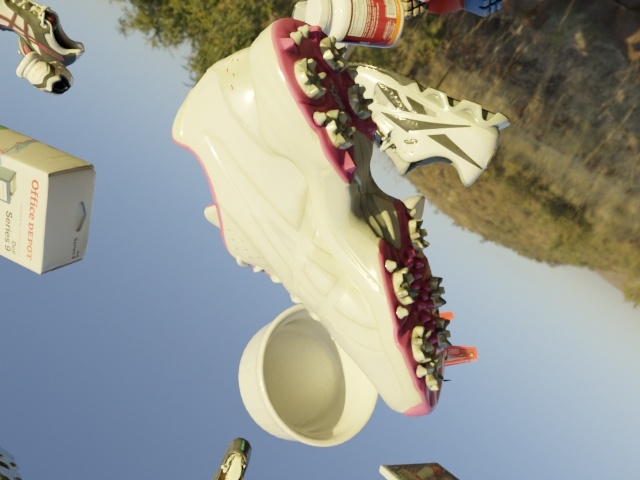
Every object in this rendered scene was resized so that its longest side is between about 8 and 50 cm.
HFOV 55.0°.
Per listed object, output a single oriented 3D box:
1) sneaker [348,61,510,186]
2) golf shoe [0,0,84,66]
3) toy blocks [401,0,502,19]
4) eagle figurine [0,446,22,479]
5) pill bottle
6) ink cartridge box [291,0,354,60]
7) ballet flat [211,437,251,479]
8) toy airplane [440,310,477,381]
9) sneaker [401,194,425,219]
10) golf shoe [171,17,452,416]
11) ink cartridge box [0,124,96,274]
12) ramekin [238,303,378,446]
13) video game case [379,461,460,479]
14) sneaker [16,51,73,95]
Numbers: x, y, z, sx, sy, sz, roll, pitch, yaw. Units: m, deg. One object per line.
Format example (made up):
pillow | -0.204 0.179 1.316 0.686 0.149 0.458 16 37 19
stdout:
sneaker | 0.127 -0.192 1.018 0.331 0.146 0.122 26 -174 18
golf shoe | -0.603 -0.463 1.248 0.273 0.120 0.105 50 -145 -49
toy blocks | 0.257 -0.512 1.143 0.261 0.381 0.190 42 154 40
eagle figurine | -0.385 0.105 0.409 0.298 0.226 0.225 60 167 2
pill bottle | 0.056 -0.370 1.022 0.152 0.086 0.086 -2 -153 -23
ink cartridge box | 0.024 -0.462 1.289 0.128 0.176 0.127 27 149 1
ballet flat | -0.203 0.531 1.343 0.074 0.203 0.074 20 -172 -3
toy airplane | 0.218 0.193 1.161 0.151 0.151 0.028 38 -177 25
sneaker | 0.119 -0.043 1.136 0.094 0.080 0.212 24 -146 27
golf shoe | 0.000 0.000 0.464 0.306 0.140 0.115 66 -152 -13
ink cartridge box | -0.441 -0.066 0.887 0.212 0.154 0.093 22 -157 16
ramekin | -0.028 0.271 1.238 0.277 0.277 0.135 28 150 -23
video game case | 0.276 0.611 1.539 0.183 0.023 0.201 7 -176 -26
sneaker | -0.297 -0.176 0.685 0.044 0.040 0.109 37 -175 -7
